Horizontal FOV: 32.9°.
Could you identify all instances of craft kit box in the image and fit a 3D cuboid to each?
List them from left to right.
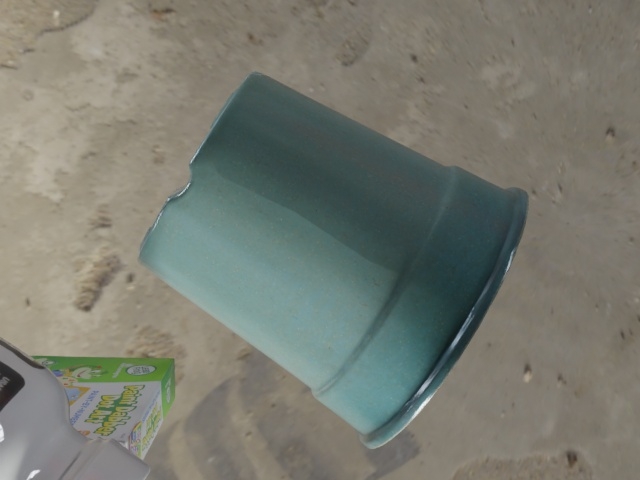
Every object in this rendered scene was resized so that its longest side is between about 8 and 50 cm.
[{"bbox_3d":[-0.290,0.178,1.102,0.247,0.250,0.060,3,102,1],"label":"craft kit box"}]

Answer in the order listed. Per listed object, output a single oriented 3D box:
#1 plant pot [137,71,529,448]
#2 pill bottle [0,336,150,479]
[{"bbox_3d":[0.000,0.000,1.218,0.334,0.341,0.341,32,98,-5],"label":"plant pot"},{"bbox_3d":[-0.252,0.112,0.642,0.278,0.162,0.162,35,98,0],"label":"pill bottle"}]
